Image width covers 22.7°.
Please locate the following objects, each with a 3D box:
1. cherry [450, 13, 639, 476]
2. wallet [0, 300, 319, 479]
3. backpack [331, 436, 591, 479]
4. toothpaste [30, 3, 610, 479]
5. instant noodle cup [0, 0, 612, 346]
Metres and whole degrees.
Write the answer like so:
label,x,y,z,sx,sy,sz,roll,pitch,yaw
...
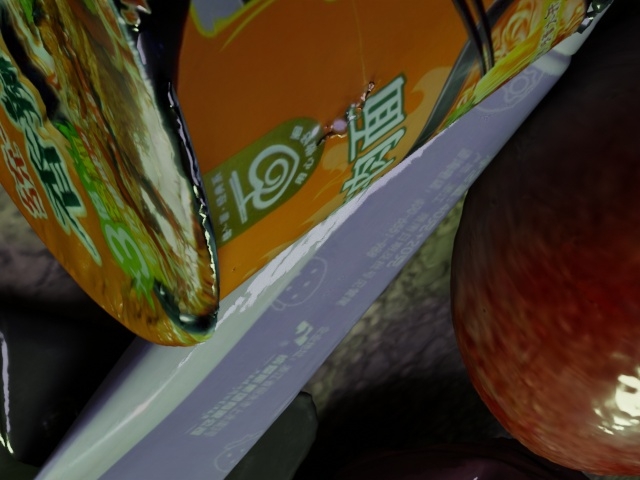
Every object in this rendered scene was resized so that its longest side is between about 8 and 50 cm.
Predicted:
label,x,y,z,sx,sy,sz,roll,pitch,yaw
cherry,0.157,0.002,0.754,0.239,0.239,0.206,-34,104,0
wallet,-0.160,0.118,0.756,0.377,0.051,0.197,20,109,-48
backpack,0.062,0.249,0.949,0.283,0.197,0.317,16,116,-5
toothpaste,0.000,0.000,0.710,0.125,0.080,0.371,13,118,-52
instant noodle cup,-0.024,-0.105,0.496,0.182,0.230,0.230,-29,144,-21
